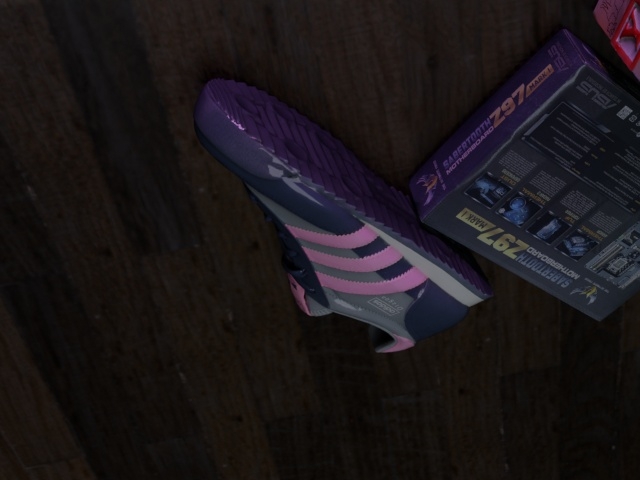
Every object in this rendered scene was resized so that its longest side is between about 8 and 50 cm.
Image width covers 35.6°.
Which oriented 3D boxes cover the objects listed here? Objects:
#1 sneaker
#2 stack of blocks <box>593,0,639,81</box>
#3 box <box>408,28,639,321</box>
[{"bbox_3d":[0.000,0.000,0.805,0.131,0.112,0.319,-41,123,21],"label":"sneaker"},{"bbox_3d":[0.368,-0.134,0.707,0.297,0.171,0.087,7,129,-15],"label":"stack of blocks"},{"bbox_3d":[0.219,-0.044,0.835,0.233,0.059,0.183,27,121,-29],"label":"box"}]
